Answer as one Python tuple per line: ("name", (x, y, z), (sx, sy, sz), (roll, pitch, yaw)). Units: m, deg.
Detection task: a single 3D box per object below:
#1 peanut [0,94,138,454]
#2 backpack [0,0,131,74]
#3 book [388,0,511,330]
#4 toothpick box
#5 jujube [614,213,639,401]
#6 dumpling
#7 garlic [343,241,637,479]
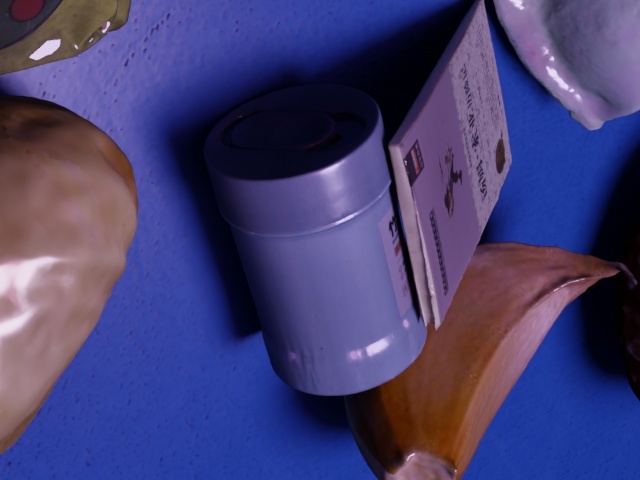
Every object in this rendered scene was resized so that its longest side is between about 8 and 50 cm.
("peanut", (-0.209, 0.056, 0.569), (0.319, 0.147, 0.148), (-39, 130, -22))
("backpack", (-0.162, -0.172, 0.473), (0.207, 0.140, 0.253), (-22, 144, -29))
("book", (0.083, -0.052, 0.776), (0.182, 0.014, 0.127), (-59, 144, -47))
("toothpick box", (0.000, 0.000, 0.737), (0.101, 0.101, 0.153), (-32, 129, -23))
("jujube", (0.322, 0.046, 0.959), (0.213, 0.213, 0.232), (4, 103, -40))
("dumpling", (0.181, -0.179, 0.815), (0.105, 0.149, 0.217), (-46, 155, -69))
("garlic", (0.086, 0.068, 0.836), (0.115, 0.128, 0.207), (42, 75, 2))
